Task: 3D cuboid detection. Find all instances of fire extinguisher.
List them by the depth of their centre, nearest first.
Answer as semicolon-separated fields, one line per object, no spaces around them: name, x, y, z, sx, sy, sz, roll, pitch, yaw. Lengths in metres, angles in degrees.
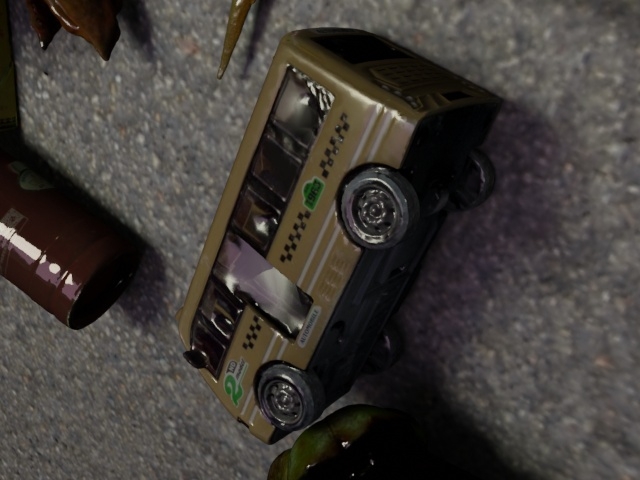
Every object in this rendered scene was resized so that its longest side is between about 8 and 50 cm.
fire extinguisher;-0.338;-0.062;0.772;0.344;0.102;0.138;36;130;8

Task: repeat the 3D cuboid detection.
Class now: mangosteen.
mangosteen;0.054;0.242;0.591;0.242;0.243;0.243;12;113;30

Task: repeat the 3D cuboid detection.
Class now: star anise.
star anise;-0.242;-0.264;0.660;0.196;0.111;0.212;22;151;47

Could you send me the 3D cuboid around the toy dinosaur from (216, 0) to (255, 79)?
toy dinosaur;-0.044;-0.210;0.591;0.126;0.039;0.162;-1;108;33

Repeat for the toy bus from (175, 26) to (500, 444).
toy bus;0.000;0.000;0.575;0.157;0.139;0.290;37;123;22

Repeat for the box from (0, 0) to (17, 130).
box;-0.385;-0.260;0.800;0.153;0.041;0.279;15;115;27
